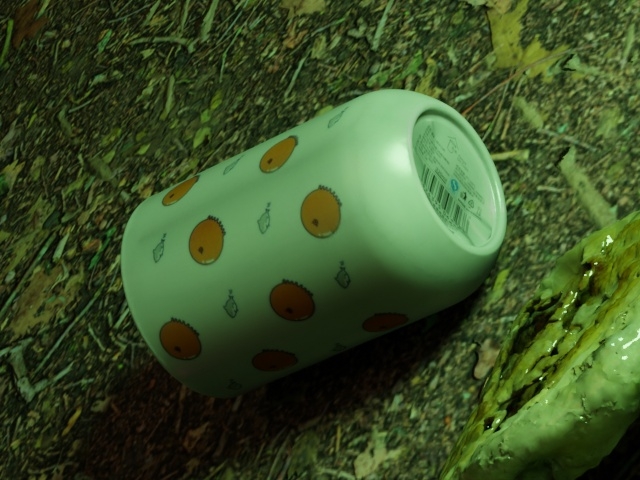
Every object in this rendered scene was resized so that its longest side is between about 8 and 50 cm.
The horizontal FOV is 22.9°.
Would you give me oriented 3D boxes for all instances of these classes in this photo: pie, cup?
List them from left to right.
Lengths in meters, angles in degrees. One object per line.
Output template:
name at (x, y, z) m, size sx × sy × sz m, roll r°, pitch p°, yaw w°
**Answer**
cup at (0.000, 0.000, 1.449) m, size 0.317 × 0.212 × 0.212 m, roll -24°, pitch 40°, yaw 35°
pie at (0.180, 0.090, 1.144) m, size 0.339 × 0.077 × 0.339 m, roll -52°, pitch 0°, yaw 0°
